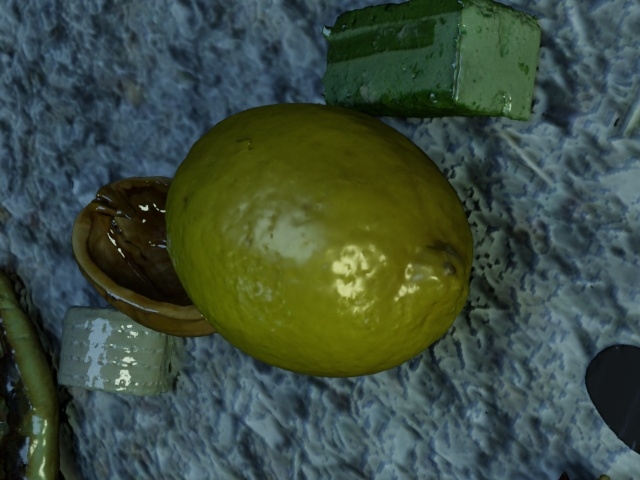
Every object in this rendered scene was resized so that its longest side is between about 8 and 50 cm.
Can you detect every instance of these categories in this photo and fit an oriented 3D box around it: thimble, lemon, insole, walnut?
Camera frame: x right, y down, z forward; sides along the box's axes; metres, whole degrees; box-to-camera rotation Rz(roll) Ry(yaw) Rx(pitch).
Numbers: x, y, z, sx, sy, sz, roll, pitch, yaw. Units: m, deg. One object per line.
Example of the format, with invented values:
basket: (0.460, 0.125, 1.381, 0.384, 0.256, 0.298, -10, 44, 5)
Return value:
thimble: (-0.211, 0.110, 1.312, 0.115, 0.102, 0.090, 4, 86, 7)
lemon: (-0.004, -0.001, 1.076, 0.236, 0.236, 0.263, -51, 51, 22)
insole: (0.291, 0.158, 0.962, 0.232, 0.003, 0.080, 44, 111, 34)
walnut: (-0.152, 0.032, 1.260, 0.211, 0.167, 0.087, 40, 139, 29)

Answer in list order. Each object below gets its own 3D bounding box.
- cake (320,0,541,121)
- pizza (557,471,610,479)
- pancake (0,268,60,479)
cake: (0.094, -0.158, 1.149, 0.235, 0.099, 0.100, 7, 89, 60)
pizza: (0.171, 0.259, 1.006, 0.194, 0.069, 0.154, -53, 55, 13)
pancake: (-0.388, 0.249, 1.473, 0.305, 0.067, 0.426, -38, 63, 37)
